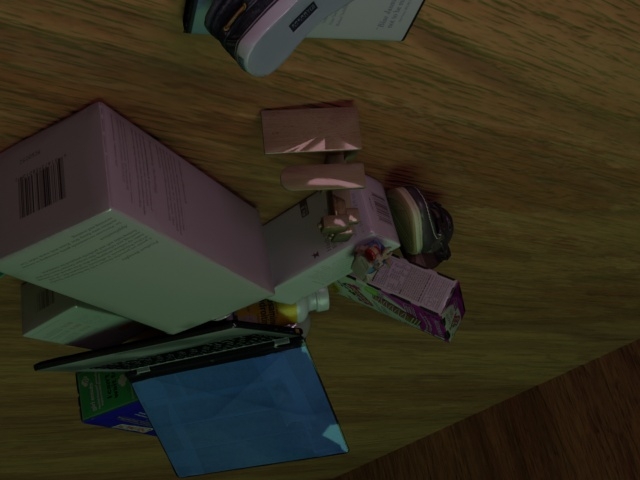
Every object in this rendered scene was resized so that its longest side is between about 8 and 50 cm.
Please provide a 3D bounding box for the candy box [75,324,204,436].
[{"bbox_3d":[-0.309,0.308,1.683,0.317,0.122,0.268,-24,153,17],"label":"candy box"}]

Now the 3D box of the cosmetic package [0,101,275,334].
[{"bbox_3d":[-0.238,-0.006,1.044,0.197,0.155,0.365,-22,154,18],"label":"cosmetic package"}]

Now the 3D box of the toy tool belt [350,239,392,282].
[{"bbox_3d":[0.077,0.021,1.122,0.051,0.052,0.083,-36,167,-27],"label":"toy tool belt"}]

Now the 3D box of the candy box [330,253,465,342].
[{"bbox_3d":[0.122,0.079,1.337,0.233,0.071,0.159,23,165,23],"label":"candy box"}]

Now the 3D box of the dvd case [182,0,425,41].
[{"bbox_3d":[0.000,-0.269,0.778,0.253,0.022,0.180,-3,153,-20],"label":"dvd case"}]

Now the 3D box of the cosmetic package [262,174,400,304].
[{"bbox_3d":[0.000,0.000,1.217,0.231,0.117,0.085,-30,149,29],"label":"cosmetic package"}]

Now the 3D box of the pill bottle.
[{"bbox_3d":[-0.082,0.102,1.397,0.184,0.103,0.103,-9,154,-9],"label":"pill bottle"}]

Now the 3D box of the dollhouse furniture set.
[{"bbox_3d":[-0.017,-0.080,1.046,0.123,0.144,0.151,-4,168,-9],"label":"dollhouse furniture set"}]

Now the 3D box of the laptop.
[{"bbox_3d":[-0.208,0.299,1.387,0.382,0.236,0.408,-14,166,19],"label":"laptop"}]

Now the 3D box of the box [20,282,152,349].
[{"bbox_3d":[-0.375,0.107,1.277,0.130,0.091,0.170,-27,151,26],"label":"box"}]

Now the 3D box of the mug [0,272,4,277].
[{"bbox_3d":[-0.450,-0.017,0.981,0.129,0.097,0.158,8,146,-37],"label":"mug"}]

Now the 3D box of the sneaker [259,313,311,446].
[{"bbox_3d":[-0.066,0.282,1.578,0.282,0.161,0.102,-60,147,0],"label":"sneaker"}]

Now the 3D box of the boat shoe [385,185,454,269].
[{"bbox_3d":[0.169,-0.023,1.281,0.092,0.103,0.285,-27,154,-1],"label":"boat shoe"}]

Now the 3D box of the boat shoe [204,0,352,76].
[{"bbox_3d":[-0.026,-0.241,0.732,0.183,0.083,0.065,-43,152,-2],"label":"boat shoe"}]
